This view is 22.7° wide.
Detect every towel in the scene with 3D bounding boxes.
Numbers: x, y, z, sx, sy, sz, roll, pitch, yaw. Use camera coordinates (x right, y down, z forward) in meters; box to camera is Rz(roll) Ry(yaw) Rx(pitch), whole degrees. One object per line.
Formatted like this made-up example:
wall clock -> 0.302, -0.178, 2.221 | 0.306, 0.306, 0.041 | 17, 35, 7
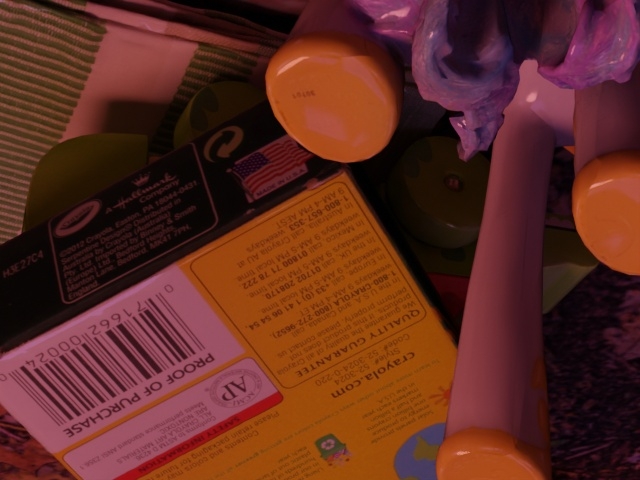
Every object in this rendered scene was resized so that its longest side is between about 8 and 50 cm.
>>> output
towel -> -0.113, -0.061, 0.918 | 0.325, 0.038, 0.248 | 10, 145, -20

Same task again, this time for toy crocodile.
toy crocodile -> 0.000, 0.000, 0.892 | 0.340, 0.105, 0.115 | 12, 145, -24

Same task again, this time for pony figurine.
pony figurine -> 0.080, -0.130, 0.614 | 0.303, 0.363, 0.351 | -8, 130, 21

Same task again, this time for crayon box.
crayon box -> -0.020, 0.088, 0.843 | 0.202, 0.081, 0.318 | -28, 132, 6
